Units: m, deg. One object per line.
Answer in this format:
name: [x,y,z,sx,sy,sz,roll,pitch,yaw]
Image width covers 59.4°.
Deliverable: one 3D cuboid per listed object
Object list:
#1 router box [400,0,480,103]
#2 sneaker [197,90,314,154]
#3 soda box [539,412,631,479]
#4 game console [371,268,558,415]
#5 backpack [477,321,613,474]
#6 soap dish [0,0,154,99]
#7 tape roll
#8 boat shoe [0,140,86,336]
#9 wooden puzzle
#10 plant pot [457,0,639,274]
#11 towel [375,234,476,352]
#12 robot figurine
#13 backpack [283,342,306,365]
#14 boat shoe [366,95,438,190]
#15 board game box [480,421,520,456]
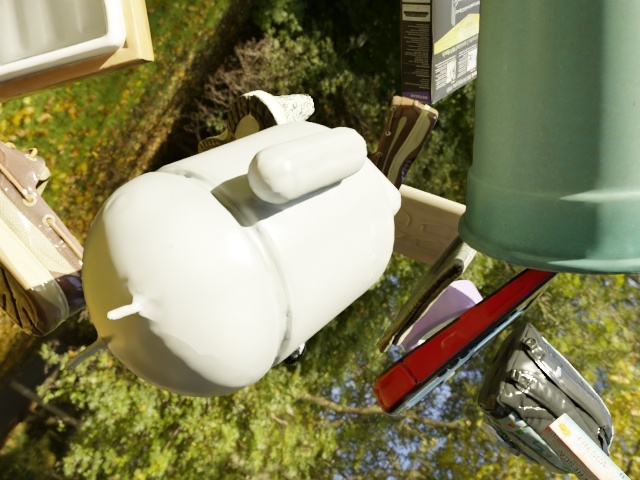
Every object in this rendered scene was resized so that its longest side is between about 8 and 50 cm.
router box: [0.292,-0.470,1.247,0.081,0.243,0.309,19,-141,35]
sneaker: [-0.140,-0.214,1.281,0.182,0.158,0.410,-26,-179,-34]
soda box: [0.577,0.477,1.233,0.063,0.183,0.058,-23,146,-28]
game console: [0.246,0.179,0.952,0.342,0.060,0.386,-35,160,-1]
backpack: [0.597,0.449,1.478,0.290,0.355,0.273,-52,172,-37]
soap dish: [-0.364,-0.310,0.739,0.290,0.229,0.118,-9,-179,16]
tape roll: [0.354,0.230,1.675,0.275,0.274,0.090,-46,-124,35]
boat shoe: [-0.379,-0.055,0.661,0.123,0.342,0.123,-37,180,44]
wooden puzzle: [0.262,-0.053,1.536,0.348,0.322,0.081,92,19,-68]
plant pot: [0.339,-0.178,0.709,0.341,0.334,0.341,-7,-161,3]
towel: [0.266,0.077,1.209,0.312,0.056,0.324,-45,170,-47]
robot figurine: [-0.066,0.008,0.531,0.353,0.200,0.300,-33,163,-44]
backpack: [-0.120,0.260,1.608,0.115,0.152,0.182,-53,147,-20]
boat shoe: [0.096,-0.120,0.948,0.257,0.095,0.095,-62,179,9]
board game box: [0.511,0.564,1.594,0.020,0.090,0.090,-56,-165,5]
